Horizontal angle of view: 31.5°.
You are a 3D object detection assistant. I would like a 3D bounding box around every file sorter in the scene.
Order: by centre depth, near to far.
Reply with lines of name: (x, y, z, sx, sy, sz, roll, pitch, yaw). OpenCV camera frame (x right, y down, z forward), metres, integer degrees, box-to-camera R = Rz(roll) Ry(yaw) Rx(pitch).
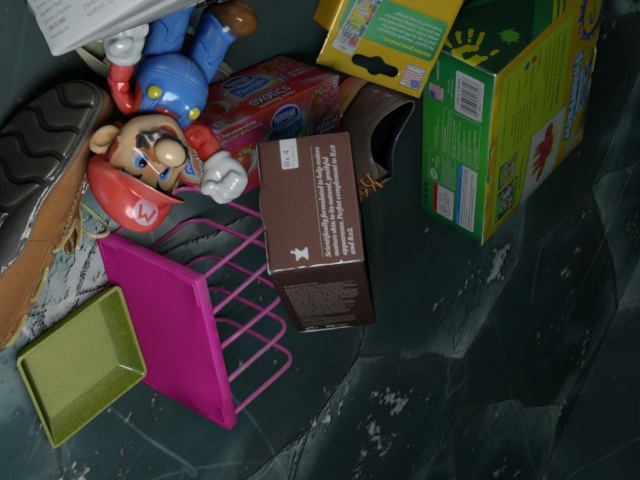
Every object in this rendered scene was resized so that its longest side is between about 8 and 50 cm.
file sorter: (-0.174, 0.091, 1.706, 0.182, 0.202, 0.291, -40, 138, -35)

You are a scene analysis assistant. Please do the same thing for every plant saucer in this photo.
plant saucer: (-0.354, 0.177, 1.655, 0.188, 0.045, 0.188, -39, 138, -32)

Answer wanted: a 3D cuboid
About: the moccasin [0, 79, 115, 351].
moccasin: (-0.363, -0.024, 1.446, 0.147, 0.139, 0.380, 22, 90, -61)

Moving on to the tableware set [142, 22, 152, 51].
tableware set: (-0.236, -0.336, 1.425, 0.128, 0.039, 0.194, -32, 113, -57)

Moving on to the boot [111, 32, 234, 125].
boot: (-0.222, -0.186, 1.559, 0.208, 0.076, 0.189, -52, 168, 7)

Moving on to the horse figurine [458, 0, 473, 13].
horse figurine: (0.232, -0.431, 2.019, 0.263, 0.066, 0.175, -45, 147, -36)

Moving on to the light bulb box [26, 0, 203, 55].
light bulb box: (-0.184, -0.428, 1.139, 0.225, 0.357, 0.361, -31, 101, -39)

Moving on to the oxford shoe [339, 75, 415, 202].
oxford shoe: (0.037, -0.104, 1.911, 0.130, 0.132, 0.364, 23, 92, -55)

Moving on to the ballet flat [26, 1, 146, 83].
ballet flat: (-0.276, -0.259, 1.463, 0.248, 0.086, 0.086, 29, 87, -55)

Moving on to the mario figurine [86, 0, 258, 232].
mario figurine: (-0.170, -0.161, 1.366, 0.170, 0.198, 0.321, 82, 25, -76)

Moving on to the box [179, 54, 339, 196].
box: (-0.099, -0.173, 1.700, 0.256, 0.128, 0.123, -31, 133, -38)

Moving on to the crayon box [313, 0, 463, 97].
crayon box: (0.125, -0.411, 1.794, 0.203, 0.083, 0.323, 15, 109, -27)

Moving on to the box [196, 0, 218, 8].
box: (-0.179, -0.358, 1.582, 0.083, 0.018, 0.067, -27, 130, -41)

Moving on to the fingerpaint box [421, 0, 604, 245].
fingerpaint box: (0.358, -0.275, 2.150, 0.371, 0.163, 0.445, -43, 149, -27)

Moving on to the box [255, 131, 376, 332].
box: (0.000, 0.000, 1.675, 0.381, 0.143, 0.191, 68, 15, -73)
